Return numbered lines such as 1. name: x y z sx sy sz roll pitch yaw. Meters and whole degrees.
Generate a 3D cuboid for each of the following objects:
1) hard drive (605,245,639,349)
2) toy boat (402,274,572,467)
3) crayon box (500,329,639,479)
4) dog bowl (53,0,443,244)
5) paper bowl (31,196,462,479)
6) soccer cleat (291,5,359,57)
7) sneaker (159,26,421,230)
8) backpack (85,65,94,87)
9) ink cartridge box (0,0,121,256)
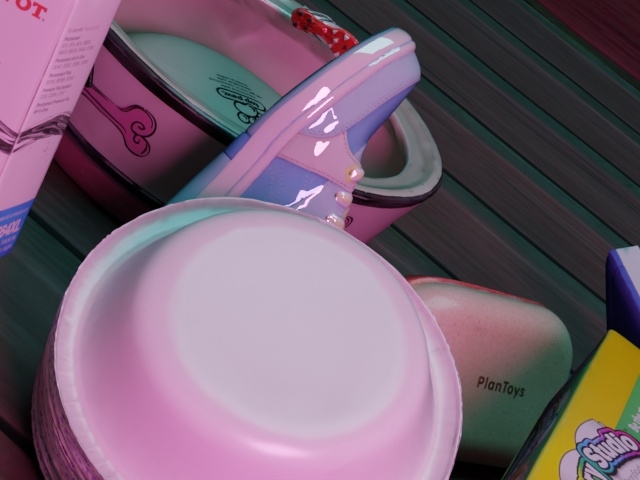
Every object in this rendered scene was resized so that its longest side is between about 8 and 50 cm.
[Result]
1. hard drive: 0.322 0.178 1.569 0.040 0.210 0.319 -9 32 -3
2. toy boat: 0.099 0.107 1.493 0.231 0.151 0.151 16 0 -40
3. crayon box: 0.272 0.242 1.213 0.313 0.106 0.363 37 22 7
4. dog bowl: -0.093 -0.118 1.606 0.408 0.150 0.408 30 23 -15
5. paper bowl: -0.042 0.093 1.139 0.284 0.148 0.284 10 53 -13
6. soccer cleat: 0.009 -0.205 1.689 0.083 0.029 0.035 31 27 1
7. sneaker: 0.000 0.000 1.341 0.208 0.319 0.127 47 3 -2
8. backpack: -0.310 -0.177 1.333 0.191 0.225 0.253 19 23 18
9. ink cartridge box: -0.239 -0.106 1.116 0.148 0.203 0.086 30 16 10
